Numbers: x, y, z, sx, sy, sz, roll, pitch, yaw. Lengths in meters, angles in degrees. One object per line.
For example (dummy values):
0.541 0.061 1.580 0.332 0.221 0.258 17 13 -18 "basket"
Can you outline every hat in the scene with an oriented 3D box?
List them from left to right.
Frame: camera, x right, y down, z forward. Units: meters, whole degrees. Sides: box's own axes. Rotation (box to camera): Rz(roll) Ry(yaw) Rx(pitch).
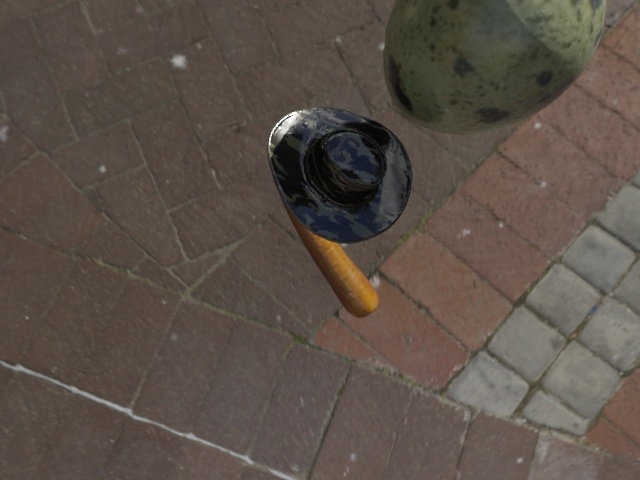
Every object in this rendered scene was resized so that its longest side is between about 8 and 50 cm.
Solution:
0.018 -0.058 0.602 0.121 0.050 0.121 4 75 -15 "hat"

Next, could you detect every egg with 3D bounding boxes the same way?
0.119 -0.150 0.574 0.141 0.181 0.141 17 54 -25 "egg"

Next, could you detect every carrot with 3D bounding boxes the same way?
0.000 0.000 0.795 0.037 0.037 0.190 -37 107 -12 "carrot"
